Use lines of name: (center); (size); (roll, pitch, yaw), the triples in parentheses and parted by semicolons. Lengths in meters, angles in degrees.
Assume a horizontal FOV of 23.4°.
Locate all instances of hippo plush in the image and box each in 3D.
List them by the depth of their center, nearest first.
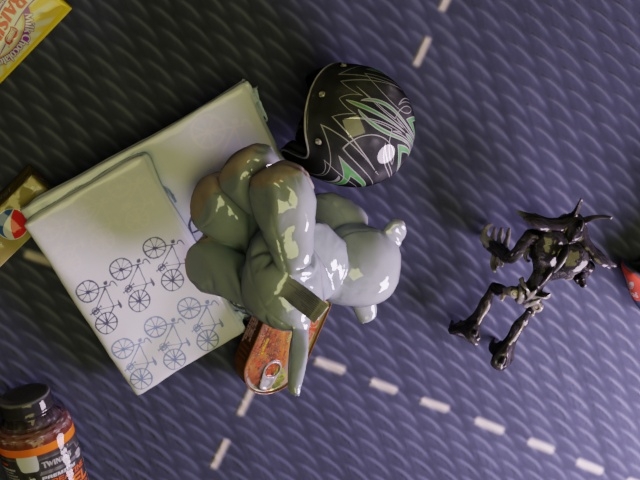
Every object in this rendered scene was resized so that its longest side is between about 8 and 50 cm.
hippo plush: (0.000, 0.000, 1.921); (0.236, 0.294, 0.234); (-8, 126, -39)

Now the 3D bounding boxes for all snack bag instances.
snack bag: (-0.168, 0.001, 2.008); (0.342, 0.037, 0.323); (-31, 122, -7)

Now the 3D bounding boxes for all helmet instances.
helmet: (0.039, -0.146, 1.962); (0.169, 0.161, 0.169); (3, 84, -28)

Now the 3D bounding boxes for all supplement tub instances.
supplement tub: (-0.369, 0.291, 2.046); (0.106, 0.106, 0.198); (-16, 111, -9)

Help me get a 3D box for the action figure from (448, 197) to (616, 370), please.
action figure: (0.289, 0.038, 2.118); (0.164, 0.141, 0.276); (27, 115, -18)

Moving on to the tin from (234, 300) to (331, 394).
tin: (-0.050, 0.120, 2.086); (0.106, 0.040, 0.190); (9, 113, -38)

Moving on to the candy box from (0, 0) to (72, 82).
candy box: (-0.415, -0.250, 1.904); (0.206, 0.027, 0.105); (-46, 115, 3)

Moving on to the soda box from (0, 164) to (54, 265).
soda box: (-0.412, -0.010, 1.962); (0.181, 0.061, 0.058); (-43, 112, 2)

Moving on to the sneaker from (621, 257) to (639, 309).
sneaker: (0.573, -0.026, 2.170); (0.350, 0.131, 0.148); (-43, 117, 2)
